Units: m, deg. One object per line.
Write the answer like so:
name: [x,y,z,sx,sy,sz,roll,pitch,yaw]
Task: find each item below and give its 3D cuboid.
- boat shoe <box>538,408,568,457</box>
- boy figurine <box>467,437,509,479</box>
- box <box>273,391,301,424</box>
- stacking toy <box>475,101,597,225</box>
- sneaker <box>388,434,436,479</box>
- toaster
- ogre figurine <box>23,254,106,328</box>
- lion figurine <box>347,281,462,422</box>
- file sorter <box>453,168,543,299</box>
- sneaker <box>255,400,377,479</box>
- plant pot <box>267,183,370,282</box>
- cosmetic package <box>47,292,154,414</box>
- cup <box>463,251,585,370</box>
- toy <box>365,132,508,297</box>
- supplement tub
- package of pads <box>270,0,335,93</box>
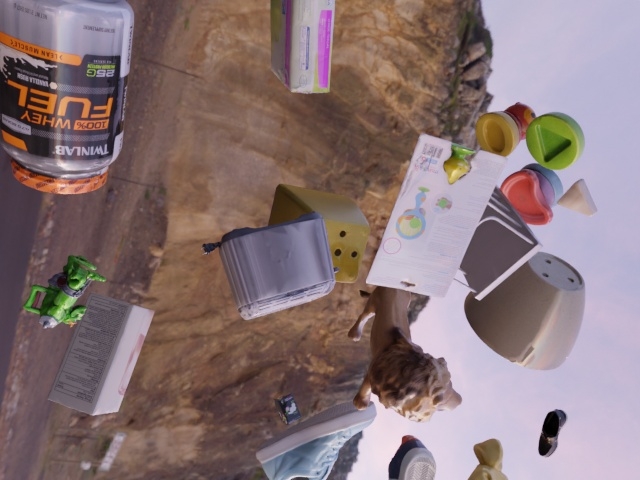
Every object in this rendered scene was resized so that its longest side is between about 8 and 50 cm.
boat shoe: [0.577,0.487,1.143,0.049,0.042,0.133,35,-68,58]
boy figurine: [0.474,0.713,1.293,0.092,0.177,0.285,-37,-144,51]
box: [-0.108,0.539,1.458,0.062,0.052,0.083,-30,-99,62]
stacking toy: [0.553,-0.199,1.104,0.279,0.130,0.309,14,-49,65]
sneaker: [0.247,0.749,1.352,0.148,0.131,0.350,-123,-130,-78]
toaster: [-0.080,0.047,0.795,0.129,0.226,0.147,139,-64,-67]
ogre figurine: [-0.468,0.091,0.833,0.197,0.097,0.118,23,-103,42]
lion figurine: [0.146,0.192,0.927,0.392,0.142,0.240,-100,-159,-43]
file sorter: [0.357,-0.041,1.113,0.193,0.173,0.278,-49,-154,27]
sneaker: [0.009,0.541,1.189,0.366,0.135,0.150,-31,-99,20]
plant pot: [0.000,0.000,1.102,0.187,0.212,0.212,37,-64,58]
cosmetic package: [-0.603,0.312,1.266,0.129,0.153,0.296,65,41,-71]
cup: [0.628,0.174,1.332,0.331,0.331,0.237,-98,-160,-50]
toy: [0.165,-0.034,0.684,0.056,0.136,0.237,-100,-155,-62]
supplement tub: [-0.255,-0.150,0.451,0.117,0.117,0.190,-104,-152,-56]
package of pads: [-0.050,-0.488,1.087,0.296,0.101,0.229,-117,-154,-55]
